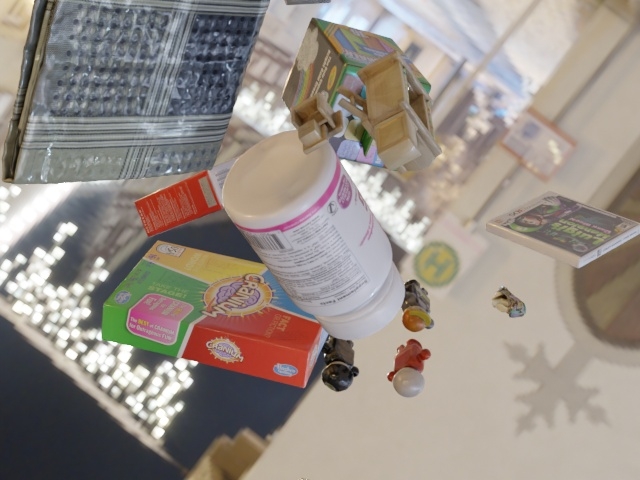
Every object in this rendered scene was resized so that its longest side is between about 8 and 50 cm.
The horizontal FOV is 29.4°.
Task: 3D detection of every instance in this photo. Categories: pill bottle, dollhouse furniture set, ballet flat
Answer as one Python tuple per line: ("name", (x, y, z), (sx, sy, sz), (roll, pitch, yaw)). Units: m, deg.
("pill bottle", (0.000, 0.000, 1.641), (0.160, 0.160, 0.283), (46, 172, 48))
("dollhouse furniture set", (0.054, -0.106, 1.449), (0.101, 0.161, 0.182), (49, -156, -34))
("ballet flat", (0.312, 0.104, 2.073), (0.041, 0.041, 0.114), (34, -176, -16))

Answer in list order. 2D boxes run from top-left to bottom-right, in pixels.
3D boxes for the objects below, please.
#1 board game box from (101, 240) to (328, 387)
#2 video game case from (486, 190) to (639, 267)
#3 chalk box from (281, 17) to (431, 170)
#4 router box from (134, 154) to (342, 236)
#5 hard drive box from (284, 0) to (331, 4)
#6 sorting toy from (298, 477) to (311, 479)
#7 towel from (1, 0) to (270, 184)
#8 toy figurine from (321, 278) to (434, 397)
("board game box", (-0.145, 0.107, 1.879), (0.316, 0.064, 0.242), (12, -154, 8))
("video game case", (0.400, -0.022, 2.009), (0.173, 0.022, 0.190), (-25, -144, -37))
("chalk box", (0.070, -0.250, 2.186), (0.179, 0.180, 0.289), (10, -152, -25))
("router box", (-0.160, -0.124, 2.465), (0.301, 0.335, 0.082), (-17, 96, 53))
("hard drive box", (-0.037, -0.553, 2.115), (0.089, 0.181, 0.232), (0, 149, 16))
("sorting toy", (0.039, 0.390, 1.507), (0.347, 0.047, 0.196), (159, 97, -71))
("towel", (-0.196, -0.212, 1.350), (0.056, 0.312, 0.324), (35, -154, 31))
("toy figurine", (0.105, 0.180, 2.276), (0.213, 0.209, 0.148), (7, -151, 2))
